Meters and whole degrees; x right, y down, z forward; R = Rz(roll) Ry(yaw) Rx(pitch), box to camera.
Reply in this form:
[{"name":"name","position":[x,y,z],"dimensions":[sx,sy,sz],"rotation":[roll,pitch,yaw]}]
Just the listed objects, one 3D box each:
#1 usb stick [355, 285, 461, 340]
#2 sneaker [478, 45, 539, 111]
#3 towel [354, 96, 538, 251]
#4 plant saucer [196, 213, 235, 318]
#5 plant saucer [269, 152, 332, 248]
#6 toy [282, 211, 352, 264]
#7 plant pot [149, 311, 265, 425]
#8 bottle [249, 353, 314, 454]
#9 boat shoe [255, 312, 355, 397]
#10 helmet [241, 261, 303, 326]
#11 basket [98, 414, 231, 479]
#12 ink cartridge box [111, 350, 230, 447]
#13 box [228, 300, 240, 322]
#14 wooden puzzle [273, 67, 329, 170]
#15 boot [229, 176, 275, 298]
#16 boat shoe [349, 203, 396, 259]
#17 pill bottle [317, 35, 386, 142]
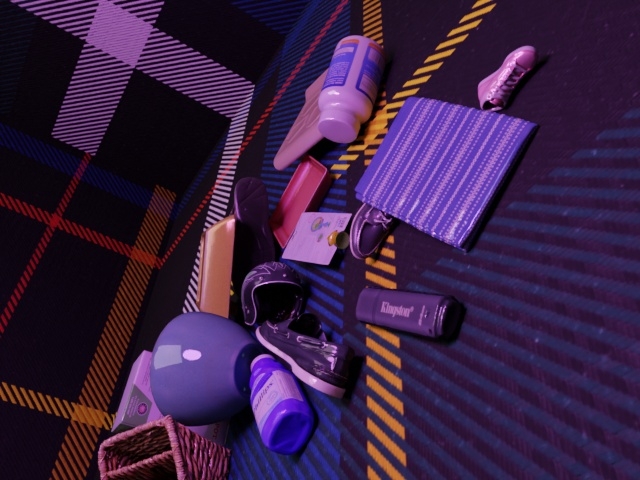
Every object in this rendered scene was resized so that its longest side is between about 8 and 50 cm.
[{"name":"usb stick","position":[0.143,0.123,1.000],"dimensions":[0.278,0.045,0.077],"rotation":[-2,64,65]},{"name":"sneaker","position":[0.330,-0.276,1.003],"dimensions":[0.134,0.051,0.070],"rotation":[-38,35,54]},{"name":"towel","position":[0.213,-0.138,1.060],"dimensions":[0.336,0.040,0.243],"rotation":[35,97,53]},{"name":"plant saucer","position":[-0.328,0.092,1.745],"dimensions":[0.333,0.081,0.333],"rotation":[170,104,-75]},{"name":"plant saucer","position":[-0.058,-0.118,1.709],"dimensions":[0.259,0.047,0.258],"rotation":[-60,22,9]},{"name":"toy","position":[0.000,0.000,1.442],"dimensions":[0.237,0.056,0.137],"rotation":[3,65,61]},{"name":"plant pot","position":[-0.248,0.322,1.422],"dimensions":[0.195,0.290,0.290],"rotation":[-5,58,32]},{"name":"bottle","position":[-0.097,0.341,1.243],"dimensions":[0.118,0.092,0.283],"rotation":[-60,22,7]},{"name":"boat shoe","position":[-0.032,0.210,1.196],"dimensions":[0.113,0.127,0.340],"rotation":[-64,23,-2]},{"name":"helmet","position":[-0.122,0.134,1.431],"dimensions":[0.169,0.169,0.162],"rotation":[180,97,-66]},{"name":"basket","position":[-0.406,0.596,1.389],"dimensions":[0.299,0.223,0.213],"rotation":[-26,38,28]},{"name":"ink cartridge box","position":[-0.389,0.447,1.544],"dimensions":[0.117,0.278,0.201],"rotation":[-45,29,47]},{"name":"box","position":[-0.323,0.295,1.871],"dimensions":[0.105,0.043,0.179],"rotation":[-28,40,56]},{"name":"wooden puzzle","position":[0.000,-0.404,1.813],"dimensions":[0.322,0.080,0.348],"rotation":[-28,37,55]},{"name":"boot","position":[-0.236,0.010,1.842],"dimensions":[0.284,0.138,0.377],"rotation":[145,122,-75]},{"name":"boat shoe","position":[0.125,-0.055,1.194],"dimensions":[0.206,0.075,0.065],"rotation":[-64,18,-11]},{"name":"pill bottle","position":[0.081,-0.412,1.571],"dimensions":[0.152,0.152,0.272],"rotation":[-21,48,60]}]
